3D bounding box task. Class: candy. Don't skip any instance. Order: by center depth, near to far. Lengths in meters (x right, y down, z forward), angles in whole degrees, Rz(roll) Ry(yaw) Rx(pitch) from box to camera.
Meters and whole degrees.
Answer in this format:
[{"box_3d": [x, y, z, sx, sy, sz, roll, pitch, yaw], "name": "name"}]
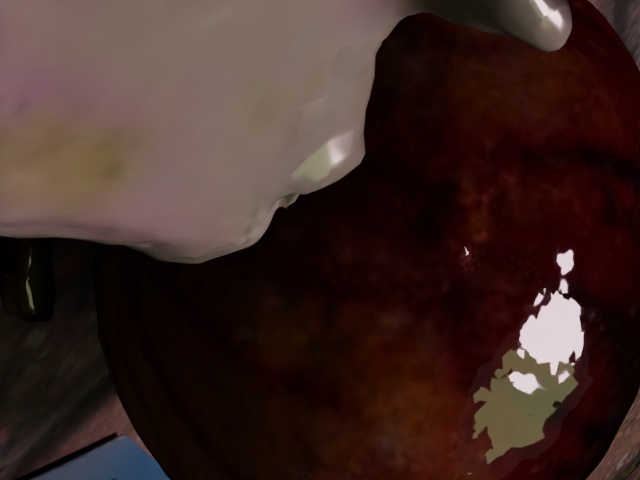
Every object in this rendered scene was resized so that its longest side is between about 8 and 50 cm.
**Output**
[{"box_3d": [-0.077, -0.094, 0.388, 0.195, 0.185, 0.137, 13, 126, -46], "name": "candy"}]

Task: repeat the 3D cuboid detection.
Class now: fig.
[{"box_3d": [0.017, 0.004, 0.700, 0.235, 0.235, 0.214, -47, 117, -10], "name": "fig"}]

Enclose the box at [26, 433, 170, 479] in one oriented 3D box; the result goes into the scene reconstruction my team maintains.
[{"box_3d": [-0.137, 0.213, 0.860, 0.142, 0.083, 0.232, -23, 144, -46], "name": "box"}]
